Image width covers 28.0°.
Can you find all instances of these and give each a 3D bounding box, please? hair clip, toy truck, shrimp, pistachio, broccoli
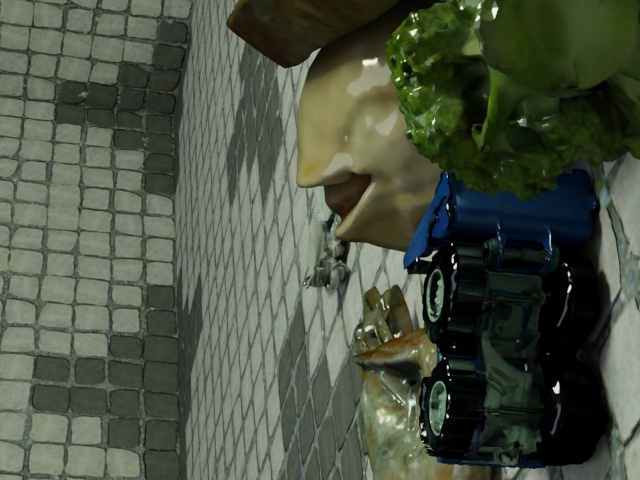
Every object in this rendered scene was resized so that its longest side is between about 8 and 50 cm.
[{"bbox_3d":[0.000,0.000,1.599,0.172,0.049,0.116,-100,24,-56],"label":"hair clip"},{"bbox_3d":[0.124,0.053,0.894,0.126,0.113,0.208,139,136,-73],"label":"toy truck"},{"bbox_3d":[0.087,0.130,1.135,0.317,0.077,0.168,-106,35,-48],"label":"shrimp"},{"bbox_3d":[0.076,-0.092,1.033,0.193,0.214,0.318,54,176,-4],"label":"pistachio"},{"bbox_3d":[0.170,-0.125,0.664,0.254,0.186,0.302,-45,12,-5],"label":"broccoli"}]

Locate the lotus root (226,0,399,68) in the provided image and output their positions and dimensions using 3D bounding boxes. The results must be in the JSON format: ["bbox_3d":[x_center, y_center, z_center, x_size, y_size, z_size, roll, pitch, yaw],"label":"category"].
[{"bbox_3d":[0.067,-0.282,0.931,0.375,0.111,0.390,-52,12,20],"label":"lotus root"}]
